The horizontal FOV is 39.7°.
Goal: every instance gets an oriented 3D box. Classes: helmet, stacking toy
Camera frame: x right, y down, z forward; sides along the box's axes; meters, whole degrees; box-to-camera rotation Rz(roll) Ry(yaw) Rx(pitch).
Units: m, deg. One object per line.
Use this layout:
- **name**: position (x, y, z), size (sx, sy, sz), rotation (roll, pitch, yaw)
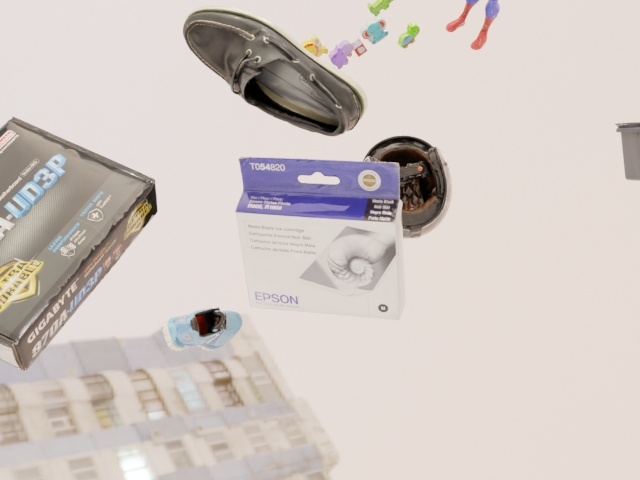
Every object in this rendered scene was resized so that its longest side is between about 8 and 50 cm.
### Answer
- **helmet**: position (0.139, -0.088, 1.455), size (0.161, 0.169, 0.170), rotation (-93, -178, -84)
- **stacking toy**: position (0.073, -0.389, 1.725), size (0.221, 0.052, 0.167), rotation (-35, -137, 8)

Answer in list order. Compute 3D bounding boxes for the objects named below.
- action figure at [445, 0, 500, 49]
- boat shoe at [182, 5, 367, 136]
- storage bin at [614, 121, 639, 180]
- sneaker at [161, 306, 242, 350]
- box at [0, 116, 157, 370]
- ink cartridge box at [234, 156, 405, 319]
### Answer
- **action figure**: position (0.270, -0.430, 1.472), size (0.091, 0.139, 0.280), rotation (38, -37, 14)
- **boat shoe**: position (-0.089, -0.270, 1.465), size (0.340, 0.113, 0.127), rotation (32, -50, -4)
- **storage bin**: position (0.531, -0.139, 1.358), size (0.098, 0.135, 0.091), rotation (-157, -118, -77)
- **sneaker**: position (-0.165, 0.133, 1.350), size (0.073, 0.162, 0.063), rotation (-22, -98, 29)
- **box**: position (-0.285, -0.005, 0.837), size (0.175, 0.220, 0.051), rotation (24, -37, 13)
- **ink cartridge box**: position (0.000, 0.000, 1.183), size (0.223, 0.045, 0.224), rotation (3, -58, 15)
